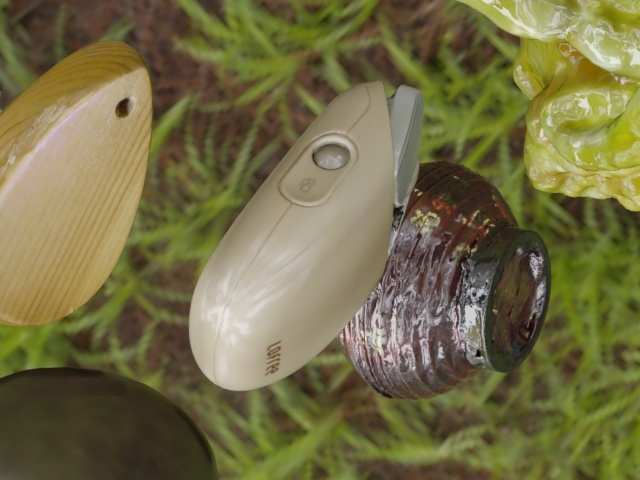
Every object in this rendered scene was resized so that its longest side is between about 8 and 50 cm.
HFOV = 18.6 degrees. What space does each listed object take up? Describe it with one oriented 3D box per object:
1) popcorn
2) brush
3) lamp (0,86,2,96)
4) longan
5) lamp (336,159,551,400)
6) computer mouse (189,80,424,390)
[{"bbox_3d":[0.241,-0.137,1.350,0.321,0.325,0.290,-16,113,-1],"label":"popcorn"},{"bbox_3d":[-0.254,-0.067,1.695,0.166,0.266,0.174,33,-177,41],"label":"brush"},{"bbox_3d":[-0.437,-0.184,1.909,0.274,0.177,0.177,42,140,17],"label":"lamp"},{"bbox_3d":[-0.203,0.211,1.338,0.300,0.300,0.243,22,126,24],"label":"longan"},{"bbox_3d":[0.099,0.040,1.911,0.247,0.247,0.247,22,135,24],"label":"lamp"},{"bbox_3d":[0.000,0.000,1.295,0.082,0.236,0.145,29,146,16],"label":"computer mouse"}]
